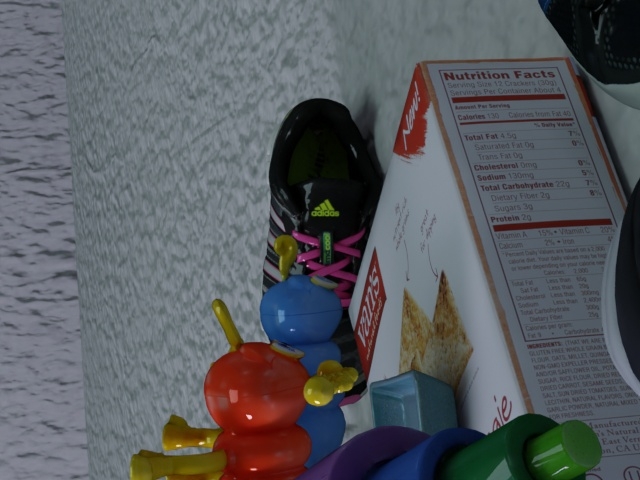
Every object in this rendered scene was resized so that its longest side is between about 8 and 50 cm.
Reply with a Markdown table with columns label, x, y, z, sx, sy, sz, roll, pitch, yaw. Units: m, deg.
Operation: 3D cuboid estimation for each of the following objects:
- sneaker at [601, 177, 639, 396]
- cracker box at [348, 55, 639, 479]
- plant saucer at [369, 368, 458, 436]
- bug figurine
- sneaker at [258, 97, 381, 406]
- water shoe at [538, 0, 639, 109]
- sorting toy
| label | x | y | z | sx | sy | sz | roll | pitch | yaw |
| --- | --- | --- | --- | --- | --- | --- | --- | --- | --- |
| sneaker | 0.127 | 0.009 | 0.371 | 0.268 | 0.101 | 0.153 | -111 | 20 | -59 |
| cracker box | 0.074 | 0.068 | 0.685 | 0.155 | 0.067 | 0.232 | 103 | 160 | -49 |
| plant saucer | 0.042 | 0.142 | 0.657 | 0.067 | 0.018 | 0.192 | 145 | 120 | -75 |
| bug figurine | -0.012 | 0.116 | 0.738 | 0.279 | 0.072 | 0.216 | -60 | -33 | -82 |
| sneaker | 0.000 | 0.000 | 0.979 | 0.075 | 0.063 | 0.170 | 105 | 163 | -68 |
| water shoe | 0.076 | -0.107 | 0.566 | 0.073 | 0.080 | 0.203 | -45 | 31 | 13 |
| sorting toy | 0.099 | 0.205 | 0.482 | 0.126 | 0.127 | 0.365 | -38 | 68 | 45 |
